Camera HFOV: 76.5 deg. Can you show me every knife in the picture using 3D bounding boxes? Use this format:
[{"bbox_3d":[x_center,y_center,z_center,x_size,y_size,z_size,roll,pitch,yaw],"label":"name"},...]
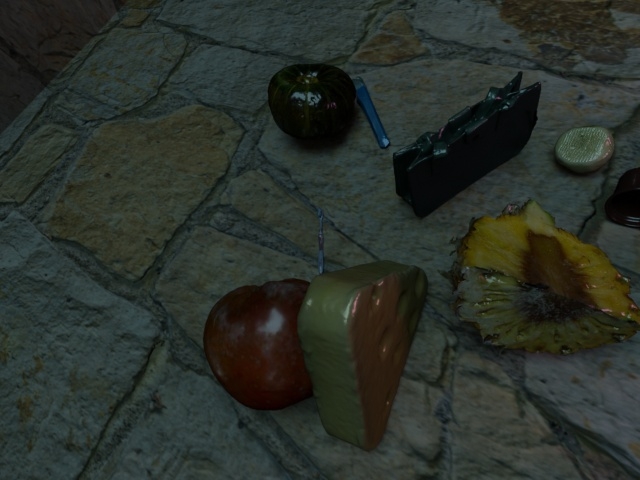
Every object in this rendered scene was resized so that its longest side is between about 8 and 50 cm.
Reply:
[{"bbox_3d":[0.140,-0.380,1.185,0.044,0.026,0.296,-22,62,11],"label":"knife"}]

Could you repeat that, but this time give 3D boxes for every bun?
[{"bbox_3d":[0.594,-0.204,0.917,0.115,0.069,0.115,-15,64,35],"label":"bun"}]

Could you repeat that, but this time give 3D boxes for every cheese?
[{"bbox_3d":[0.107,0.166,0.797,0.104,0.384,0.383,12,69,31],"label":"cheese"}]

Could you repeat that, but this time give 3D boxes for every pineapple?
[{"bbox_3d":[0.399,0.072,0.818,0.344,0.209,0.286,19,42,1],"label":"pineapple"}]

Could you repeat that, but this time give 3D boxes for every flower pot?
[{"bbox_3d":[0.654,-0.095,0.833,0.111,0.111,0.089,17,56,25],"label":"flower pot"}]

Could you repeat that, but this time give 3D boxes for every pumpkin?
[{"bbox_3d":[-0.027,-0.382,1.160,0.260,0.189,0.260,-1,46,1],"label":"pumpkin"}]

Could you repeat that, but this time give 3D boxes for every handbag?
[{"bbox_3d":[0.322,-0.201,0.912,0.326,0.238,0.089,-32,64,2],"label":"handbag"}]

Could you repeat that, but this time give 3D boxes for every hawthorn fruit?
[{"bbox_3d":[-0.101,0.206,0.841,0.284,0.284,0.284,-8,63,15],"label":"hawthorn fruit"}]

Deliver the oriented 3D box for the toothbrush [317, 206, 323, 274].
[{"bbox_3d":[0.000,0.000,1.048,0.013,0.019,0.193,-8,64,15],"label":"toothbrush"}]
